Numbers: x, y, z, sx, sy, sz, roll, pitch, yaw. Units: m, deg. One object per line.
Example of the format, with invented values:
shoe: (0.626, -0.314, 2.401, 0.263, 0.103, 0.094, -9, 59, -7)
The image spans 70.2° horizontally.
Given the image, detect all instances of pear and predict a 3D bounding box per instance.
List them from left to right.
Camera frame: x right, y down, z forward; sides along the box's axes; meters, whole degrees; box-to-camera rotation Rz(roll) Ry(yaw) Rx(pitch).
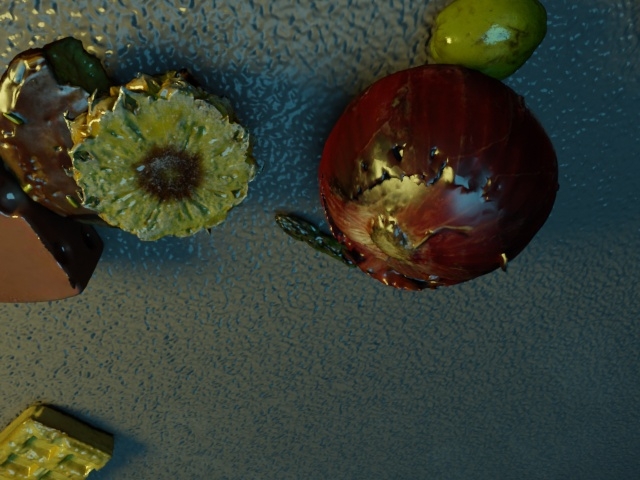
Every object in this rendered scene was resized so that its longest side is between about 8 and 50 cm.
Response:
pear: (0.197, -0.239, 0.538, 0.131, 0.107, 0.107, 0, 122, -3)

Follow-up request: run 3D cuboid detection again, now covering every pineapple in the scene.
pineapple: (-0.162, -0.075, 0.493, 0.221, 0.047, 0.221, -13, 134, -14)

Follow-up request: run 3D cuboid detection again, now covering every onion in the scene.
onion: (0.130, -0.074, 0.552, 0.276, 0.276, 0.276, -5, 123, -8)

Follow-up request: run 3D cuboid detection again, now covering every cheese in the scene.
cheese: (-0.405, -0.009, 0.549, 0.177, 0.128, 0.203, -19, 125, 1)

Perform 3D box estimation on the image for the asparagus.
asparagus: (0.000, 0.000, 0.693, 0.165, 0.030, 0.036, 29, 137, -27)

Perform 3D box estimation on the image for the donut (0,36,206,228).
donut: (-0.232, -0.118, 0.526, 0.230, 0.096, 0.216, -8, 132, -17)

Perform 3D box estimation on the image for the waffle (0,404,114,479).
waffle: (-0.529, 0.411, 0.830, 0.274, 0.057, 0.168, -38, 120, 13)
